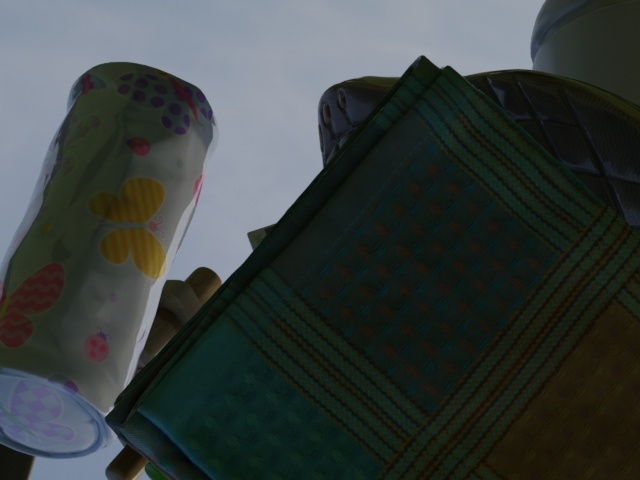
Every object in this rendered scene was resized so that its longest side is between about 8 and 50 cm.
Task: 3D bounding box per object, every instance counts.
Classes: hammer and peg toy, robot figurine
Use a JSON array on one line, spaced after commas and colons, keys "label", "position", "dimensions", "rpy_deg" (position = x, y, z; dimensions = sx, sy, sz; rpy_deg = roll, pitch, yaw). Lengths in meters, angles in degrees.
[{"label": "hammer and peg toy", "position": [-0.213, 0.150, 1.468], "dimensions": [0.361, 0.266, 0.127], "rpy_deg": [-4, -146, 43]}, {"label": "robot figurine", "position": [0.295, -0.114, 1.212], "dimensions": [0.300, 0.200, 0.353], "rpy_deg": [-6, -115, 11]}]

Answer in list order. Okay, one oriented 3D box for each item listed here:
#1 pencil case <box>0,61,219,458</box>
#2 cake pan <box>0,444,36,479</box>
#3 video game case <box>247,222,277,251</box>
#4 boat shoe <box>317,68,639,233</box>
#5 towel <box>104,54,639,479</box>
[{"label": "pencil case", "position": [-0.154, 0.010, 0.902], "dimensions": [0.113, 0.124, 0.273], "rpy_deg": [33, -126, -25]}, {"label": "cake pan", "position": [-0.332, 0.165, 1.280], "dimensions": [0.054, 0.293, 0.293], "rpy_deg": [7, -156, 8]}, {"label": "video game case", "position": [0.000, 0.000, 1.228], "dimensions": [0.122, 0.011, 0.087], "rpy_deg": [-19, -144, -4]}, {"label": "boat shoe", "position": [0.145, -0.068, 0.958], "dimensions": [0.130, 0.132, 0.355], "rpy_deg": [-15, -158, -36]}, {"label": "towel", "position": [0.113, 0.110, 0.720], "dimensions": [0.370, 0.271, 0.040], "rpy_deg": [41, 165, -2]}]
